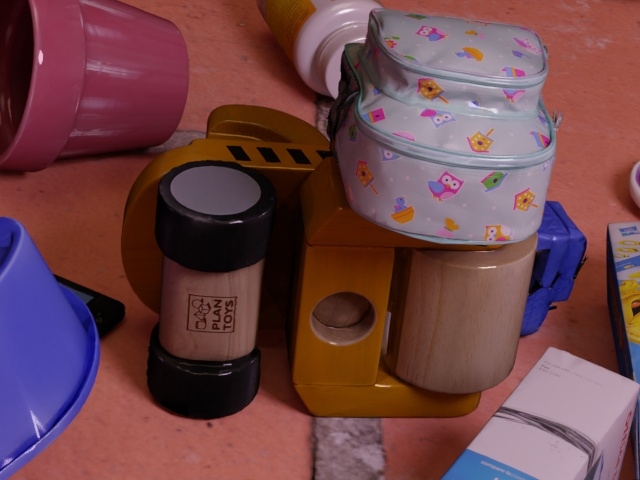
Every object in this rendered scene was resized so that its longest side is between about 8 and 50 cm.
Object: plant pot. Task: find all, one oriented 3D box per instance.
[{"bbox_3d":[-0.235,-0.162,1.624,0.180,0.201,0.201,3,31,-32],"label":"plant pot"}]

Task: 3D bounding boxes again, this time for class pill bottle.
[{"bbox_3d":[0.011,-0.234,1.821,0.117,0.117,0.215,-6,36,-18],"label":"pill bottle"}]

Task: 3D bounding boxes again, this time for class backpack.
[{"bbox_3d":[0.093,-0.082,1.223,0.166,0.144,0.188,8,36,-8],"label":"backpack"},{"bbox_3d":[0.172,0.025,1.462,0.101,0.120,0.098,6,30,-18],"label":"backpack"}]

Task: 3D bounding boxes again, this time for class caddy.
[{"bbox_3d":[-0.321,0.111,1.193,0.341,0.179,0.241,-39,43,-26],"label":"caddy"}]

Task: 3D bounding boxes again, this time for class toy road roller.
[{"bbox_3d":[0.000,0.000,1.393,0.329,0.202,0.240,3,34,-5],"label":"toy road roller"}]

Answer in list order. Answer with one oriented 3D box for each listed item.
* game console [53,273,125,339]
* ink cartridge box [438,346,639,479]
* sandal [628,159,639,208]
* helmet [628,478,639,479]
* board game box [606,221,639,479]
[{"bbox_3d":[-0.252,0.035,1.405,0.144,0.085,0.124,21,37,20],"label":"game console"},{"bbox_3d":[0.149,0.187,1.196,0.082,0.139,0.191,22,37,24],"label":"ink cartridge box"},{"bbox_3d":[0.515,-0.044,1.635,0.416,0.102,0.169,14,34,11],"label":"sandal"},{"bbox_3d":[0.242,0.242,1.117,0.161,0.169,0.169,12,33,26],"label":"helmet"},{"bbox_3d":[0.398,0.079,1.365,0.308,0.086,0.302,-4,26,6],"label":"board game box"}]
